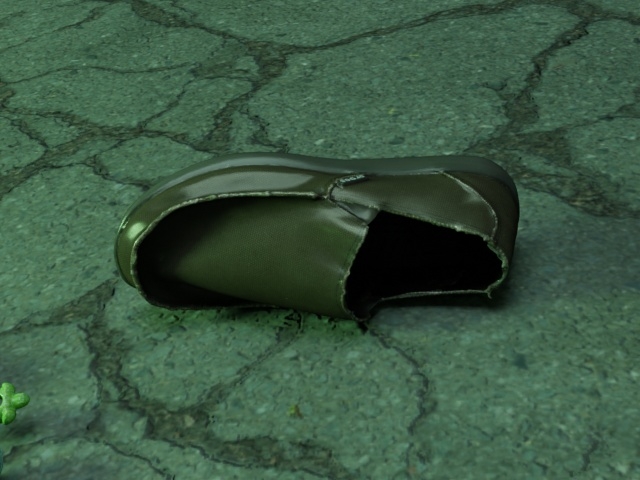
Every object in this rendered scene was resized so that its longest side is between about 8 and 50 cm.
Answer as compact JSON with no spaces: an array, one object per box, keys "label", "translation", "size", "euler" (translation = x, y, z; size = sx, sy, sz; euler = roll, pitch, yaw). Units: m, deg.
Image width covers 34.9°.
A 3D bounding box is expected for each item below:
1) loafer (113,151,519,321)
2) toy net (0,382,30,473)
[{"label":"loafer","translation":[0.000,0.000,0.881],"size":[0.366,0.133,0.130],"euler":[-8,32,0]},{"label":"toy net","translation":[-0.347,0.151,0.772],"size":[0.232,0.045,0.122],"euler":[-1,53,3]}]
